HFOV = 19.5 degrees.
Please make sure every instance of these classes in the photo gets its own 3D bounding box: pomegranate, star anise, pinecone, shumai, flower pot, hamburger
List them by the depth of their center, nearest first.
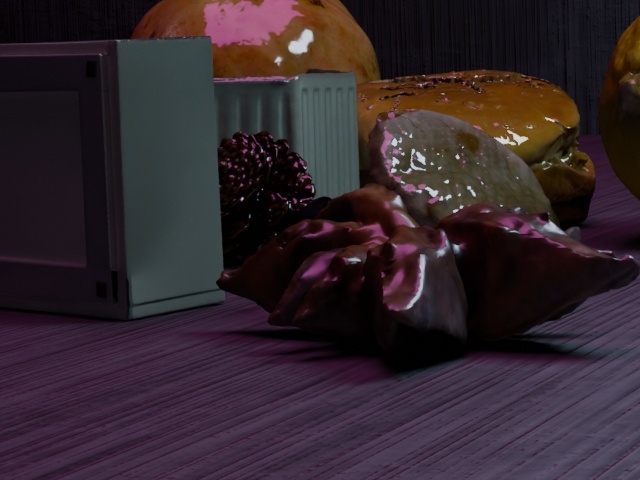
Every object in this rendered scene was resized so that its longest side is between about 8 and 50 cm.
[{"bbox_3d":[0.068,0.017,1.349,0.292,0.109,0.349,3,5,0],"label":"star anise"},{"bbox_3d":[0.110,-0.025,1.681,0.201,0.120,0.201,23,36,-17],"label":"shumai"},{"bbox_3d":[-0.066,-0.036,1.840,0.121,0.140,0.140,34,-18,-37],"label":"pinecone"},{"bbox_3d":[-0.077,-0.088,2.003,0.239,0.190,0.209,-1,6,1],"label":"flower pot"},{"bbox_3d":[0.154,-0.096,2.120,0.304,0.174,0.284,-9,17,-19],"label":"hamburger"},{"bbox_3d":[-0.073,-0.171,2.324,0.342,0.343,0.342,-2,6,0],"label":"pomegranate"}]

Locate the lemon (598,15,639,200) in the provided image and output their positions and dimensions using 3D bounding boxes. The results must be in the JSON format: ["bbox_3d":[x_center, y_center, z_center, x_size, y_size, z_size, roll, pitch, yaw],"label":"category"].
[{"bbox_3d":[0.419,-0.134,1.880,0.293,0.293,0.293,-2,6,0],"label":"lemon"}]

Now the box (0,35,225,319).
[{"bbox_3d":[-0.207,-0.057,1.577,0.225,0.225,0.117,3,8,41],"label":"box"}]

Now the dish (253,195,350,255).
[{"bbox_3d":[0.000,0.000,1.660,0.141,0.078,0.141,-3,6,0],"label":"dish"}]
